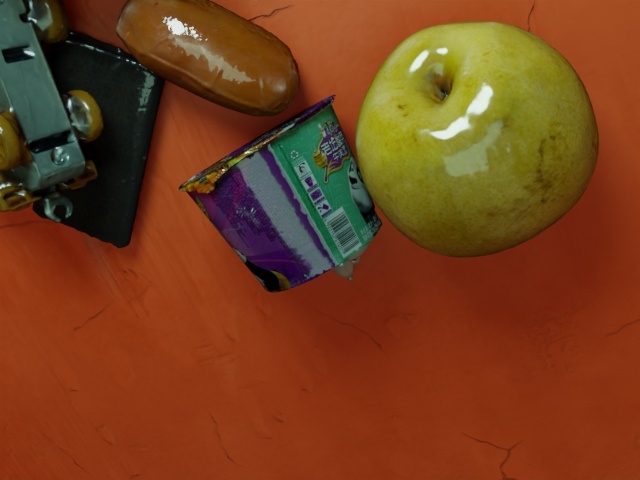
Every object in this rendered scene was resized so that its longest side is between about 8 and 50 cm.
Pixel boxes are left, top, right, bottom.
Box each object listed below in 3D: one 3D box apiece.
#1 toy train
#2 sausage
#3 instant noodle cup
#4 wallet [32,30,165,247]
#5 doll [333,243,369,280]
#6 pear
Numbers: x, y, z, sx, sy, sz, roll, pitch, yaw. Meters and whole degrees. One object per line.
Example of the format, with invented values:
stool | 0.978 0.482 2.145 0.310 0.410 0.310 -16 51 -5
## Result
toy train | -0.446 -0.196 0.942 0.232 0.163 0.368 -5 109 38
sausage | -0.150 -0.257 0.924 0.259 0.133 0.133 26 119 -10
instant noodle cup | -0.041 -0.057 0.939 0.251 0.251 0.190 -27 103 18
wallet | -0.348 -0.148 1.050 0.171 0.044 0.321 19 120 -2
doll | 0.000 0.000 1.098 0.160 0.059 0.160 -6 119 9
pear | 0.198 -0.125 0.874 0.315 0.314 0.314 2 120 4
